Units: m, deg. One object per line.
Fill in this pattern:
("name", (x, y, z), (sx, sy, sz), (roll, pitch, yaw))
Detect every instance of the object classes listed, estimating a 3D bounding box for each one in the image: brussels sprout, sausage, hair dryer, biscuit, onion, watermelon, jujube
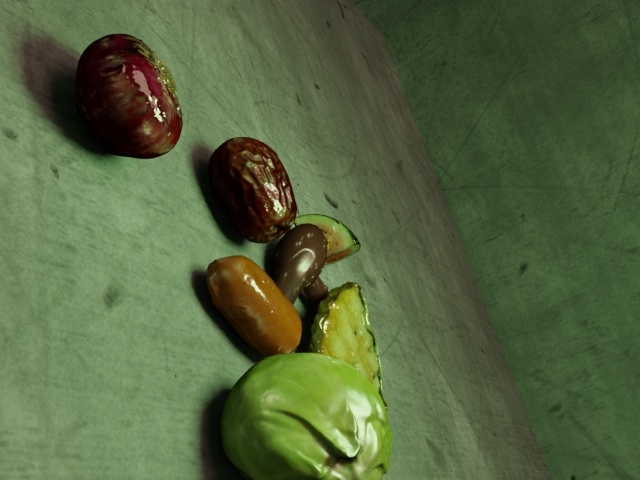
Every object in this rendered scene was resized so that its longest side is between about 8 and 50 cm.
("brussels sprout", (-0.024, 0.346, 1.546), (0.328, 0.247, 0.328), (10, 47, -11))
("sausage", (-0.132, 0.137, 1.721), (0.258, 0.133, 0.133), (54, 23, -27))
("hair dryer", (-0.019, 0.157, 2.041), (0.340, 0.123, 0.313), (63, 29, -32))
("biscuit", (0.070, 0.263, 2.033), (0.329, 0.078, 0.335), (40, 48, -46))
("onion", (-0.360, -0.264, 1.579), (0.246, 0.190, 0.246), (-17, 90, -88))
("watermelon", (0.013, -0.014, 2.268), (0.137, 0.193, 0.145), (-20, 79, -24))
("jujube", (-0.150, -0.121, 1.907), (0.243, 0.183, 0.183), (58, 18, 18))
